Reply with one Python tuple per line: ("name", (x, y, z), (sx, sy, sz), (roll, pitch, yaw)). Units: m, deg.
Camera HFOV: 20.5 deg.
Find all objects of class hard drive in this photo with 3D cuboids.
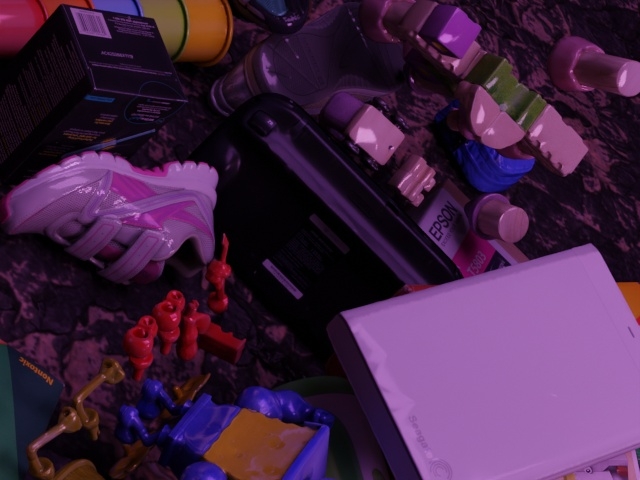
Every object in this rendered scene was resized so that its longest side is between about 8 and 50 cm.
("hard drive", (0.177, 0.126, 1.639), (0.307, 0.040, 0.203), (-14, 69, -33))

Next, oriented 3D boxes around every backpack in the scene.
("backpack", (0.214, -0.126, 2.234), (0.098, 0.101, 0.120), (-8, 69, -42))

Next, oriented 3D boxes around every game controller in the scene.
("game controller", (0.000, 0.000, 1.850), (0.319, 0.166, 0.067), (46, 17, -6))

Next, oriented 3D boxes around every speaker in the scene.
("speaker", (0.018, 0.281, 1.642), (0.131, 0.131, 0.296), (11, 51, -41))

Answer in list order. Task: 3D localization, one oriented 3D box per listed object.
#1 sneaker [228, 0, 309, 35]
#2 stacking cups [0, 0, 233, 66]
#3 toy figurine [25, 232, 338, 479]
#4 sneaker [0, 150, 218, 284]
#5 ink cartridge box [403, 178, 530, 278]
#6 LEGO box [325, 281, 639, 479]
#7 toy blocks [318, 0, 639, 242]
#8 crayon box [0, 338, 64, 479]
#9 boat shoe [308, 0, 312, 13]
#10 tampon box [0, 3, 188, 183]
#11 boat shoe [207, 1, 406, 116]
("sneaker", (-0.086, -0.279, 1.999), (0.083, 0.098, 0.223), (-16, 48, -28))
("stacking cups", (-0.237, -0.220, 1.865), (0.316, 0.096, 0.096), (-11, 67, -45))
("toy figurine", (-0.079, 0.182, 1.513), (0.217, 0.191, 0.362), (25, 36, 12))
("sneaker", (-0.193, -0.015, 1.706), (0.252, 0.103, 0.111), (-1, 67, -38))
("ink cartridge box", (0.149, 0.068, 2.005), (0.193, 0.088, 0.234), (45, 38, -8))
("LEGO box", (0.255, 0.302, 1.723), (0.372, 0.193, 0.500), (0, 62, -28))
("toy blocks", (0.141, -0.177, 2.013), (0.288, 0.309, 0.260), (41, -8, -31))
("crayon box", (-0.407, 0.138, 1.344), (0.363, 0.106, 0.313), (37, 38, -18))
("boat shoe", (-0.078, -0.316, 2.147), (0.153, 0.048, 0.056), (40, 49, -2))
("tampon box", (-0.234, -0.136, 1.719), (0.120, 0.161, 0.101), (3, 56, -46))
("boat shoe", (-0.005, -0.201, 2.072), (0.320, 0.103, 0.118), (-26, 94, -54))
